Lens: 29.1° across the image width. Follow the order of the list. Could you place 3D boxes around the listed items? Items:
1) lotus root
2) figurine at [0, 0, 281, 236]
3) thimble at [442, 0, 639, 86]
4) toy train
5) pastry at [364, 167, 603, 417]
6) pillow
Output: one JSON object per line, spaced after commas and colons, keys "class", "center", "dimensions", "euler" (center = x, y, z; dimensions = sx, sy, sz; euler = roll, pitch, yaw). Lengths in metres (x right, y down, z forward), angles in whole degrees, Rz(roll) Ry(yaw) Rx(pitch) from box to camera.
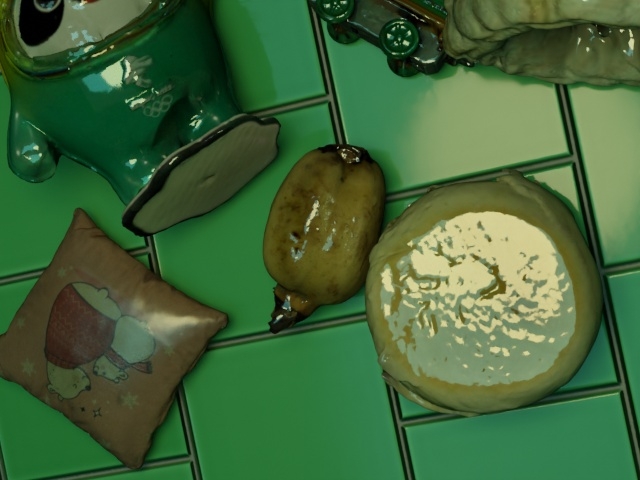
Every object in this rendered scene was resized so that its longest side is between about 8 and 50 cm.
{"class": "lotus root", "center": [0.000, 0.000, 1.337], "dimensions": [0.125, 0.118, 0.220], "euler": [19, 96, 4]}
{"class": "figurine", "center": [-0.216, -0.191, 1.347], "dimensions": [0.324, 0.231, 0.340], "euler": [-32, 74, -11]}
{"class": "thimble", "center": [0.261, -0.264, 1.179], "dimensions": [0.292, 0.291, 0.195], "euler": [7, 86, 14]}
{"class": "toy train", "center": [0.080, -0.262, 1.326], "dimensions": [0.228, 0.091, 0.136], "euler": [33, 89, 12]}
{"class": "pastry", "center": [0.166, 0.056, 1.288], "dimensions": [0.265, 0.133, 0.264], "euler": [1, 94, 13]}
{"class": "pillow", "center": [-0.248, 0.114, 1.424], "dimensions": [0.236, 0.084, 0.223], "euler": [36, 99, 7]}
